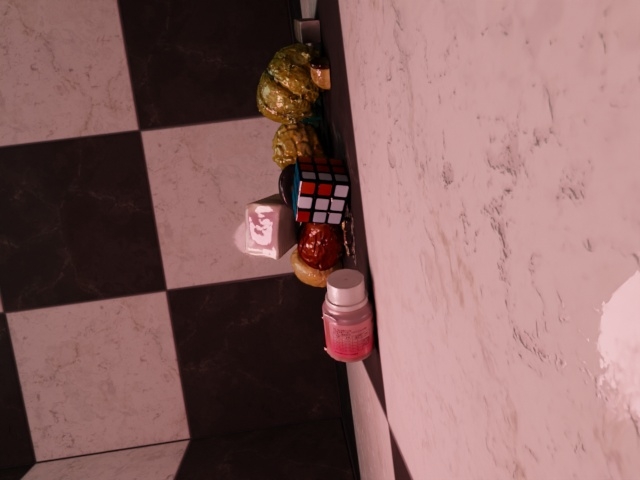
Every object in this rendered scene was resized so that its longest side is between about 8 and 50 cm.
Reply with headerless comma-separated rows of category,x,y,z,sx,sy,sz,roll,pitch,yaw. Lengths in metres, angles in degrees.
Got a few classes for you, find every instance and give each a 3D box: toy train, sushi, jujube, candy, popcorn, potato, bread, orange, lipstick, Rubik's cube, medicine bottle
toy train,-0.055,-0.635,2.009,0.194,0.120,0.298,70,-170,-66
sushi,0.088,-0.027,1.522,0.139,0.031,0.201,-102,6,-64
jujube,0.000,0.000,1.805,0.290,0.197,0.197,87,175,-50
candy,-0.172,-0.069,1.765,0.358,0.145,0.208,-47,-37,-72
popcorn,-0.071,-0.356,1.832,0.206,0.251,0.237,-161,76,-71
potato,0.001,-0.555,1.540,0.096,0.066,0.103,-96,-2,-52
bread,-0.013,0.104,2.011,0.244,0.244,0.134,-101,12,-52
orange,-0.096,-0.573,1.684,0.301,0.223,0.300,-55,9,23
lipstick,-0.055,-0.824,1.789,0.371,0.076,0.080,-103,7,-62
Rubik's cube,-0.002,-0.160,1.464,0.160,0.163,0.162,-101,18,-52
medicine bottle,0.077,0.207,1.262,0.147,0.147,0.247,-103,7,-62

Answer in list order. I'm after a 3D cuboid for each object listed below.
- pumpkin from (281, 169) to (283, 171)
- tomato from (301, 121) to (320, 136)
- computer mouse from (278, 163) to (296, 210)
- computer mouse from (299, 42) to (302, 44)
pumpkin,-0.078,-0.373,2.071,0.263,0.197,0.293,59,-166,-57
tomato,-0.103,-0.512,2.278,0.208,0.184,0.208,34,135,43
computer mouse,-0.053,-0.196,1.650,0.100,0.269,0.170,10,106,48
computer mouse,-0.087,-0.952,2.359,0.099,0.057,0.172,-100,15,-71
